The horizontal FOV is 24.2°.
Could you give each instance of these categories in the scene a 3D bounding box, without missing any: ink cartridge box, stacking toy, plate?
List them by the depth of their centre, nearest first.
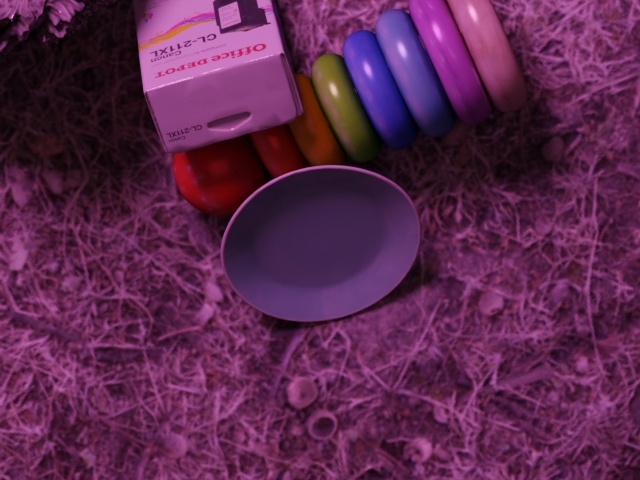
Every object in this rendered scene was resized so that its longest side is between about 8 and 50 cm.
[{"bbox_3d":[-0.094,-0.170,1.332,0.127,0.175,0.072,-16,131,1],"label":"ink cartridge box"},{"bbox_3d":[0.014,-0.122,1.366,0.330,0.141,0.141,-24,94,7],"label":"stacking toy"},{"bbox_3d":[0.000,0.000,1.383,0.188,0.024,0.188,-6,130,-7],"label":"plate"}]

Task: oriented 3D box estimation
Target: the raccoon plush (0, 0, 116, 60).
[{"bbox_3d":[-0.268,-0.230,1.368,0.446,0.299,0.216,-11,78,-30],"label":"raccoon plush"}]
